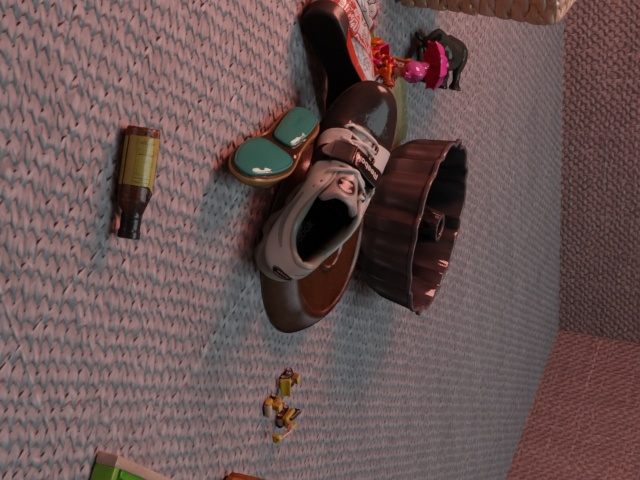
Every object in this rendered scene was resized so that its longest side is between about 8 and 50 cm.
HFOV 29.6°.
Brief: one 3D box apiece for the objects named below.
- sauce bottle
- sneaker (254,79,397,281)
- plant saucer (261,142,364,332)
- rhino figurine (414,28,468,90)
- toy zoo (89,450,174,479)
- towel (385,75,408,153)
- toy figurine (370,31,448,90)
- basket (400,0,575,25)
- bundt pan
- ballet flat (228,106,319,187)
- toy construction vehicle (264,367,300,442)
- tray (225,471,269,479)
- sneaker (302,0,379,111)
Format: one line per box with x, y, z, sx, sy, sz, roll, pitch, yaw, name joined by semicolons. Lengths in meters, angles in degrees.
-0.210;-0.065;1.377;0.042;0.042;0.128;0;101;-69;sauce bottle
0.035;-0.084;1.737;0.330;0.122;0.146;-63;-161;-10;sneaker
0.000;0.000;1.913;0.310;0.050;0.310;-43;140;-52;plant saucer
0.227;-0.355;2.348;0.243;0.073;0.106;-1;103;-68;rhino figurine
-0.259;0.417;1.464;0.192;0.030;0.293;52;50;-63;toy zoo
0.135;-0.233;2.222;0.110;0.027;0.148;-56;148;-49;towel
0.128;-0.289;1.993;0.173;0.159;0.130;-44;139;-57;toy figurine
0.311;-0.578;2.131;0.266;0.328;0.331;-52;146;-45;basket
0.163;-0.036;2.222;0.331;0.124;0.331;14;90;-71;bundt pan
-0.067;-0.113;1.689;0.232;0.080;0.073;-44;167;-54;ballet flat
-0.054;0.263;1.925;0.098;0.035;0.086;-48;142;-55;toy construction vehicle
-0.135;0.571;1.794;0.203;0.076;0.411;-49;143;-55;tray
0.057;-0.290;1.887;0.145;0.090;0.270;-63;146;-37;sneaker
